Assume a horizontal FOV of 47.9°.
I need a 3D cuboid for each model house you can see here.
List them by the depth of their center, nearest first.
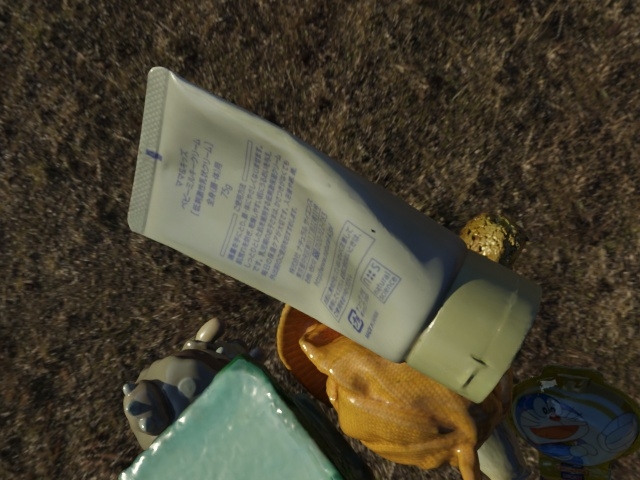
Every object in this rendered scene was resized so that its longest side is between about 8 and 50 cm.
[{"bbox_3d":[-0.033,0.302,0.841,0.230,0.249,0.280,-45,64,10],"label":"model house"}]

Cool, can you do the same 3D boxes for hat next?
[{"bbox_3d":[0.094,0.163,0.695,0.233,0.233,0.244,7,122,-27],"label":"hat"}]

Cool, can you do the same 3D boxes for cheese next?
[{"bbox_3d":[0.326,0.252,0.925,0.177,0.270,0.069,4,41,23],"label":"cheese"}]

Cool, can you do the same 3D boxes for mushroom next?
[{"bbox_3d":[0.220,0.272,1.215,0.351,0.097,0.109,44,55,8],"label":"mushroom"}]

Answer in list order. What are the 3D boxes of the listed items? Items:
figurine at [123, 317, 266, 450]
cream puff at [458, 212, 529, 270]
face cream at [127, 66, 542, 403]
[{"bbox_3d":[-0.204,0.261,1.250,0.248,0.380,0.203,34,102,-9],"label":"figurine"},{"bbox_3d":[0.267,0.014,1.145,0.104,0.133,0.119,28,85,4],"label":"cream puff"},{"bbox_3d":[0.000,0.000,0.382,0.224,0.114,0.070,28,41,7],"label":"face cream"}]
